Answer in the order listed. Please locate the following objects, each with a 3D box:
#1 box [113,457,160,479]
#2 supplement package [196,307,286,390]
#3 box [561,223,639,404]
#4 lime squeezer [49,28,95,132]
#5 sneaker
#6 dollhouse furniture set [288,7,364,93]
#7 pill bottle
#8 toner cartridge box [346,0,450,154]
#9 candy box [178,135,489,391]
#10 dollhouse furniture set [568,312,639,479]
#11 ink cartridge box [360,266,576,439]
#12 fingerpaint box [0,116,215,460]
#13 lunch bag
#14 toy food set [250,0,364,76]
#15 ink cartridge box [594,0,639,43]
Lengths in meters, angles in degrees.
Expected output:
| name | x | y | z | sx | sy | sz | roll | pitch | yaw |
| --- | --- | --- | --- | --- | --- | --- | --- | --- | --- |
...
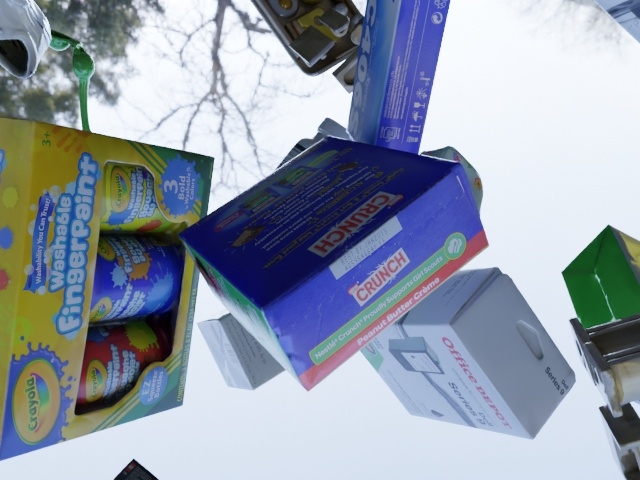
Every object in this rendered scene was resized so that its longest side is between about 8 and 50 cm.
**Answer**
| name | x | y | z | sx | sy | sz | roll | pitch | yaw |
| --- | --- | --- | --- | --- | --- | --- | --- | --- | --- |
| box | -0.155 | 0.327 | 0.769 | 0.036 | 0.114 | 0.207 | -46 | -154 | -25 |
| supplement package | -0.104 | 0.198 | 1.577 | 0.293 | 0.175 | 0.178 | -28 | -86 | -28 |
| box | 0.521 | 0.137 | 1.030 | 0.231 | 0.127 | 0.262 | 25 | -146 | -13 |
| lime squeezer | -0.518 | -0.367 | 1.340 | 0.310 | 0.110 | 0.059 | 57 | -149 | -16 |
| sneaker | -0.427 | -0.307 | 0.868 | 0.094 | 0.258 | 0.091 | -4 | -111 | 8 |
| dollhouse furniture set | 0.057 | -0.344 | 1.258 | 0.151 | 0.144 | 0.123 | 44 | -173 | -34 |
| pill bottle | -0.023 | -0.117 | 1.406 | 0.153 | 0.265 | 0.153 | 40 | 180 | 0 |
| toner cartridge box | 0.113 | -0.292 | 0.968 | 0.075 | 0.348 | 0.165 | 2 | -154 | -14 |
| candy box | 0.000 | 0.000 | 0.827 | 0.268 | 0.122 | 0.317 | -35 | -155 | -14 |
| dollhouse furniture set | 0.396 | 0.178 | 0.802 | 0.129 | 0.184 | 0.129 | -19 | -161 | 10 |
| ink cartridge box | 0.191 | 0.161 | 0.998 | 0.121 | 0.289 | 0.211 | -43 | -78 | -24 |
| fingerpaint box | -0.357 | 0.060 | 1.034 | 0.163 | 0.445 | 0.371 | 10 | -177 | 29 |
| lunch bag | 0.319 | -0.100 | 1.768 | 0.224 | 0.108 | 0.279 | 33 | -118 | -36 |
| toy food set | -0.015 | -0.524 | 1.447 | 0.219 | 0.092 | 0.306 | -38 | -85 | -25 |
| ink cartridge box | 0.387 | -0.281 | 0.619 | 0.307 | 0.223 | 0.129 | 37 | -115 | -12 |
